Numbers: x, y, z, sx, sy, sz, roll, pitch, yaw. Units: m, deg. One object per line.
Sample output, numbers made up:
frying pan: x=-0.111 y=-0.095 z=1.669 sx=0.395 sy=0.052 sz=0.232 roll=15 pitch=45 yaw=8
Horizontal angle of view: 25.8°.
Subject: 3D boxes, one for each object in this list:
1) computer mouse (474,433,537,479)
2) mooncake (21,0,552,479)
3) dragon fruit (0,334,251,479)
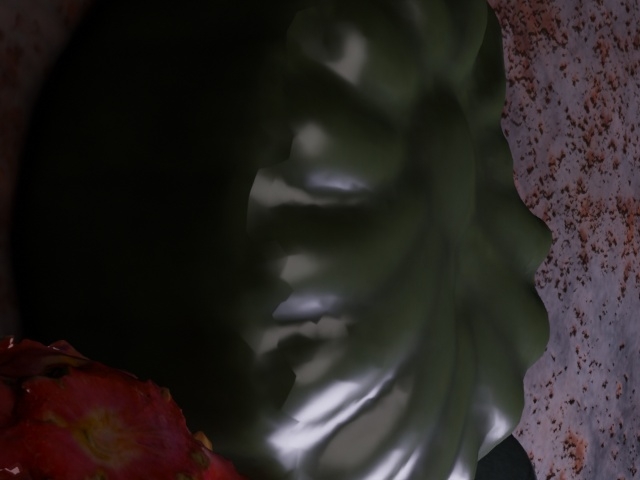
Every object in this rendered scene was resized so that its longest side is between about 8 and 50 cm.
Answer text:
computer mouse: x=0.009 y=0.226 z=0.863 sx=0.090 sy=0.167 sz=0.379 roll=55 pitch=44 yaw=-17
mooncake: x=0.000 y=0.000 z=0.798 sx=0.351 sy=0.187 sz=0.351 roll=-15 pitch=109 yaw=-54
dragon fruit: x=-0.145 y=0.171 z=0.613 sx=0.205 sy=0.210 sz=0.268 roll=-28 pitch=137 yaw=-68
